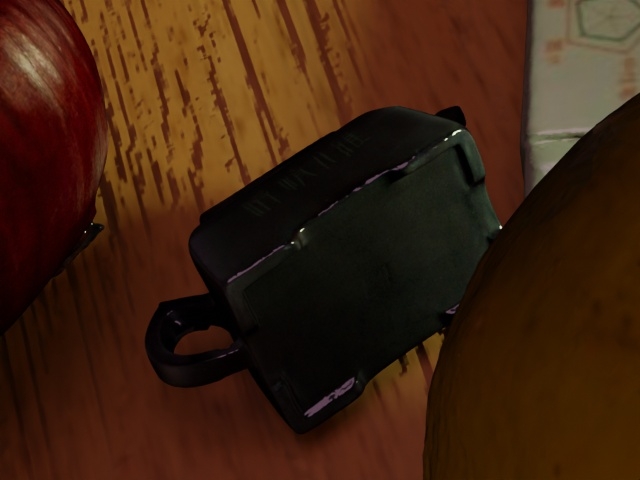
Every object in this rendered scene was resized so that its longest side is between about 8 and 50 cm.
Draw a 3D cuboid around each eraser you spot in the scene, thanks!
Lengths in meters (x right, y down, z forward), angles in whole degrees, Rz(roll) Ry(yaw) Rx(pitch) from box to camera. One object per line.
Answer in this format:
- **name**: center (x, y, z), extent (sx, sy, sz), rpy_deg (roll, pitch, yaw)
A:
- **eraser**: center (0.139, -0.122, 0.821), extent (0.089, 0.061, 0.352), rpy_deg (-1, 54, 13)

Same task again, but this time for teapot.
- **teapot**: center (0.000, 0.000, 0.751), extent (0.177, 0.087, 0.096), rpy_deg (-35, 37, -15)

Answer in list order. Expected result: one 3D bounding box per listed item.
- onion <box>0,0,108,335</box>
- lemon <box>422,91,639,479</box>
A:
- **onion**: center (-0.231, -0.043, 0.718), extent (0.273, 0.285, 0.273), rpy_deg (-21, 35, 16)
- **lemon**: center (0.171, 0.072, 0.530), extent (0.297, 0.297, 0.297), rpy_deg (-6, 54, 8)
